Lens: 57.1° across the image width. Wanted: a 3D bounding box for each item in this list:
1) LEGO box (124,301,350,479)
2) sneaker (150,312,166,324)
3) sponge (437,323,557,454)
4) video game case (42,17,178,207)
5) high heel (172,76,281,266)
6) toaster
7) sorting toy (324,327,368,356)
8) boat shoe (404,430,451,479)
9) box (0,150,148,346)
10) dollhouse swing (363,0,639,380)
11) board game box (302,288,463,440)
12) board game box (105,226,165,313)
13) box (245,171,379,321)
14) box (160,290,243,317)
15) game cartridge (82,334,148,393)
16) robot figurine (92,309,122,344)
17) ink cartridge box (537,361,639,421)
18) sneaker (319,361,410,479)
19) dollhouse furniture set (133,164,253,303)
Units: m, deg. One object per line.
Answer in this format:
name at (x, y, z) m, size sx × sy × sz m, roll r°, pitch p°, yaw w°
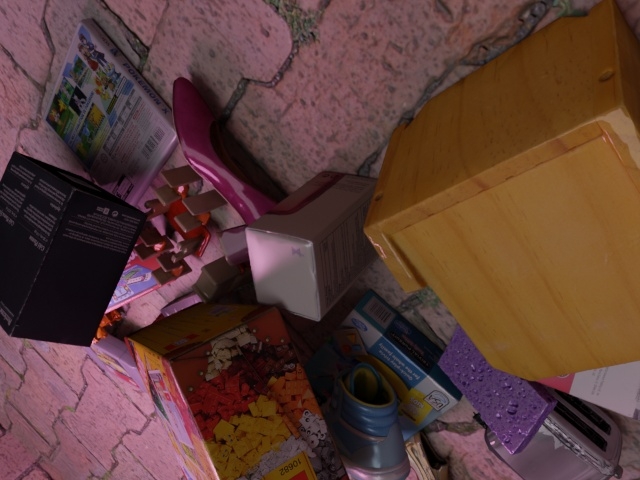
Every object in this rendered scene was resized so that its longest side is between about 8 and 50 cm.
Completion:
LEGO box at (-0.179, 0.324, 1.111) m, size 0.500 × 0.193 × 0.372 m, roll -11°, pitch 102°, yaw 64°
sneaker at (-0.401, 0.271, 1.556) m, size 0.128 × 0.087 × 0.221 m, roll 39°, pitch 146°, yaw -3°
sponge at (0.286, 0.234, 0.981) m, size 0.210 × 0.031 × 0.117 m, roll 51°, pitch 129°, yaw 44°
video game case at (-0.461, -0.254, 1.282) m, size 0.300 × 0.036 × 0.329 m, roll 49°, pitch 134°, yaw -1°
high heel at (-0.145, -0.144, 1.113) m, size 0.181 × 0.127 × 0.377 m, roll -18°, pitch 104°, yaw 10°
toaster at (0.390, 0.329, 0.993) m, size 0.227 × 0.129 × 0.146 m, roll 41°, pitch 129°, yaw 12°
sorting toy at (0.045, 0.197, 1.120) m, size 0.083 × 0.012 × 0.062 m, roll -14°, pitch 108°, yaw 40°
boat shoe at (0.242, 0.486, 1.240) m, size 0.072 × 0.068 × 0.190 m, roll -35°, pitch 95°, yaw 31°
box at (-0.587, 0.012, 1.277) m, size 0.343 × 0.179 × 0.312 m, roll 25°, pitch 91°, yaw 41°
dollhouse swing at (0.295, -0.043, 0.770) m, size 0.305 × 0.315 × 0.347 m, roll 39°, pitch 137°, yaw -22°
board game box at (0.102, 0.292, 1.202) m, size 0.254 × 0.079 × 0.336 m, roll 41°, pitch 133°, yaw 7°
board game box at (-0.504, 0.089, 1.447) m, size 0.281 × 0.027 × 0.145 m, roll -25°, pitch 102°, yaw 13°
box at (0.000, 0.000, 0.982) m, size 0.127 × 0.232 × 0.148 m, roll 13°, pitch 124°, yaw 29°
box at (-0.262, 0.203, 1.418) m, size 0.231 × 0.056 × 0.183 m, roll -23°, pitch 104°, yaw 42°
game cartridge at (-0.580, 0.341, 1.689) m, size 0.294 × 0.060 × 0.196 m, roll 16°, pitch 139°, yaw 31°
robot figurine at (-0.651, 0.126, 1.568) m, size 0.085 × 0.211 × 0.291 m, roll -22°, pitch 107°, yaw 9°
ink cartridge box at (0.463, 0.144, 0.827) m, size 0.283 × 0.117 × 0.207 m, roll 18°, pitch 126°, yaw 26°
sneaker at (0.037, 0.322, 1.144) m, size 0.319 × 0.127 × 0.208 m, roll 6°, pitch 106°, yaw 44°
dollhouse furniture set at (-0.261, 0.000, 1.266) m, size 0.259 × 0.135 × 0.262 m, roll 49°, pitch 134°, yaw 14°
